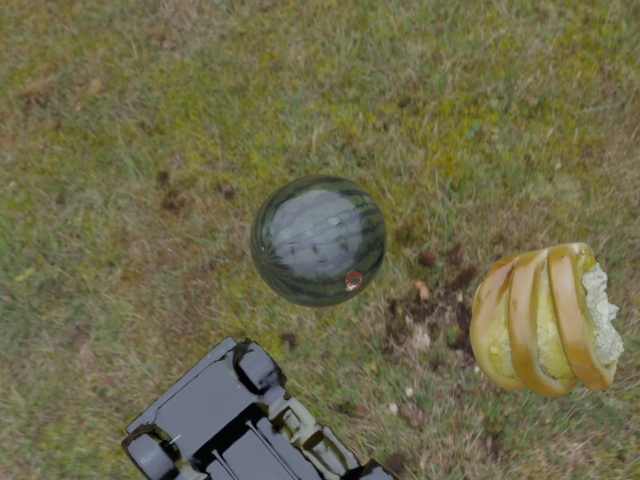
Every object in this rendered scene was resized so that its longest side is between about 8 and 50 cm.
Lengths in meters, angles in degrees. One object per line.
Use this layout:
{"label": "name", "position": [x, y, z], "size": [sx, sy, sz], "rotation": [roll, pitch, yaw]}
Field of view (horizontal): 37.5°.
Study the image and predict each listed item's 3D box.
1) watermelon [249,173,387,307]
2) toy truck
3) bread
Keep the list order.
{"label": "watermelon", "position": [0.000, 0.000, 1.439], "size": [0.212, 0.212, 0.212], "rotation": [-2, 73, 7]}
{"label": "toy truck", "position": [-0.017, 0.192, 0.658], "size": [0.127, 0.127, 0.257], "rotation": [-42, 70, -10]}
{"label": "bread", "position": [0.412, 0.168, 1.723], "size": [0.270, 0.315, 0.211], "rotation": [-15, 40, 16]}
